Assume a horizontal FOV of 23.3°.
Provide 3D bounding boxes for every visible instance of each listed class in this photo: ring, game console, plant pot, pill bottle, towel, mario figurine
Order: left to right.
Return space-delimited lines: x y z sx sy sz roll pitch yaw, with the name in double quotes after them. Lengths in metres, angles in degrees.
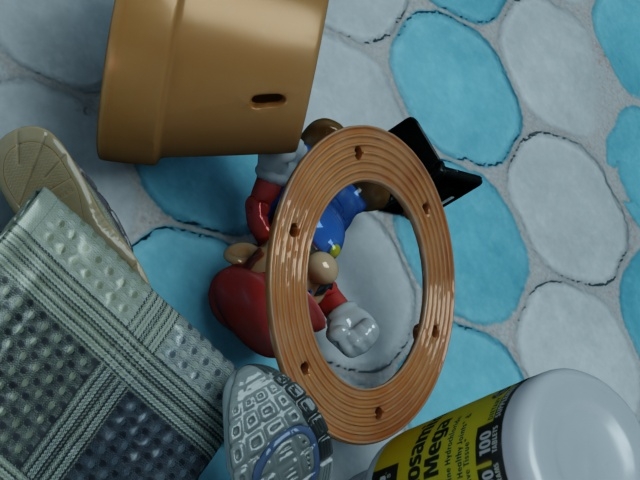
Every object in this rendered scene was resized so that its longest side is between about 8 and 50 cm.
-0.249 0.157 1.453 0.324 0.056 0.312 47 65 -25 "towel"
-0.104 -0.206 1.613 0.203 0.291 0.291 12 58 -3 "plant pot"
0.000 0.000 1.710 0.198 0.170 0.320 22 45 3 "mario figurine"
0.042 0.047 1.639 0.336 0.032 0.336 4 85 -53 "ring"
0.118 -0.086 1.884 0.107 0.122 0.071 12 62 -34 "game console"
0.164 0.266 1.602 0.188 0.334 0.188 18 58 -32 "pill bottle"

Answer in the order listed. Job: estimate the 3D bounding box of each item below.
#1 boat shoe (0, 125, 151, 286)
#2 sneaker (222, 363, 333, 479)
-0.237 0.012 1.572 0.285 0.103 0.092 62 7 -9 "boat shoe"
-0.043 0.256 1.543 0.111 0.129 0.297 -23 109 -22 "sneaker"
